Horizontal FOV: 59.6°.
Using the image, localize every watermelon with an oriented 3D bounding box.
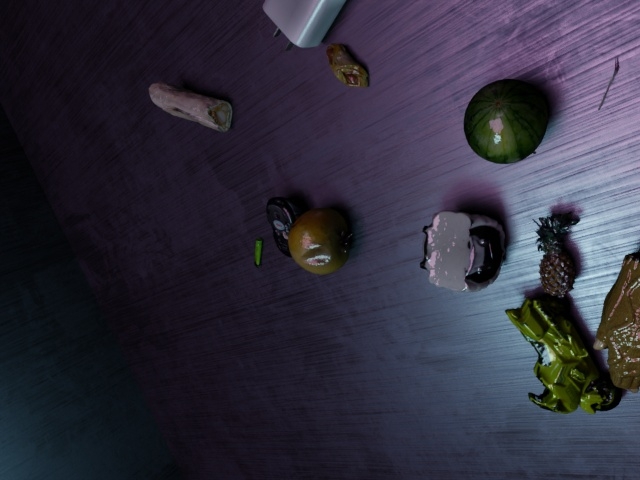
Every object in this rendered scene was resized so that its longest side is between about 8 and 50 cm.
[{"bbox_3d":[0.427,-0.269,1.294,0.188,0.215,0.188,-6,73,22],"label":"watermelon"}]

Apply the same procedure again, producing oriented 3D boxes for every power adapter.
[{"bbox_3d":[-0.056,-0.650,1.559,0.187,0.124,0.255,52,132,11],"label":"power adapter"}]

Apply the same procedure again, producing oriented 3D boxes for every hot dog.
[{"bbox_3d":[0.065,-0.486,1.574,0.169,0.061,0.078,49,134,12],"label":"hot dog"}]

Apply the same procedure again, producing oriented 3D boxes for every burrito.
[{"bbox_3d":[-0.455,-0.478,1.976,0.299,0.143,0.105,24,91,26],"label":"burrito"}]

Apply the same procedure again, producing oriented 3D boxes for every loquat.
[{"bbox_3d":[-0.001,0.005,1.760,0.213,0.213,0.213,18,120,34],"label":"loquat"}]

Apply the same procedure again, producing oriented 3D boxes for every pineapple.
[{"bbox_3d":[0.581,0.041,1.365,0.103,0.083,0.221,-3,107,29],"label":"pineapple"}]

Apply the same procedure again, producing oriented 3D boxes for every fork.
[{"bbox_3d":[0.622,-0.335,1.205,0.012,0.016,0.115,44,136,47],"label":"fork"}]

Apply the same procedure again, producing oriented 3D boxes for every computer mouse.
[{"bbox_3d":[-0.104,-0.052,1.892,0.137,0.096,0.233,29,140,43],"label":"computer mouse"}]

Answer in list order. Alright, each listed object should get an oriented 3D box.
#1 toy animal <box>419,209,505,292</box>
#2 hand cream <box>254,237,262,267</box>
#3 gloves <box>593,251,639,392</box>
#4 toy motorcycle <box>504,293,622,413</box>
[{"bbox_3d":[0.376,0.024,1.483,0.204,0.156,0.208,8,98,42],"label":"toy animal"},{"bbox_3d":[-0.236,0.047,2.100,0.036,0.023,0.122,46,137,43],"label":"hand cream"},{"bbox_3d":[0.728,0.194,1.261,0.203,0.155,0.356,15,122,39],"label":"gloves"},{"bbox_3d":[0.599,0.307,1.435,0.206,0.142,0.342,-30,88,6],"label":"toy motorcycle"}]
